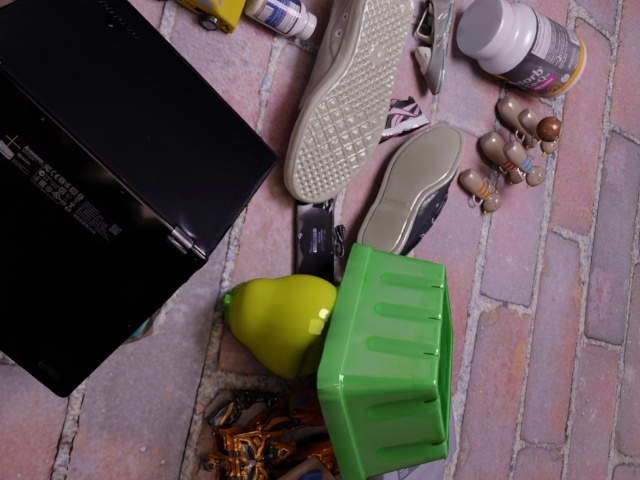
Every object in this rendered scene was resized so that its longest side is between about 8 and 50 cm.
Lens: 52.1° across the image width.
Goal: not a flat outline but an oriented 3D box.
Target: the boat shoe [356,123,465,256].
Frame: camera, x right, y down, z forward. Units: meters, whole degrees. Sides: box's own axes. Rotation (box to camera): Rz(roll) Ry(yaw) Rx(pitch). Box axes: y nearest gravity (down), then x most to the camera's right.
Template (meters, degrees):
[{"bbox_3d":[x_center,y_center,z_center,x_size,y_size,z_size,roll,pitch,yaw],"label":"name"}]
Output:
[{"bbox_3d":[0.185,-0.080,1.303,0.340,0.127,0.113,-62,159,-21],"label":"boat shoe"}]

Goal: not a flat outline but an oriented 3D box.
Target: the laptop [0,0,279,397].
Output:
[{"bbox_3d":[-0.322,-0.091,0.870,0.408,0.236,0.382,-44,104,4],"label":"laptop"}]

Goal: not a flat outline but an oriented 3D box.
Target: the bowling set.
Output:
[{"bbox_3d":[0.459,-0.187,1.443,0.154,0.200,0.287,41,71,-28],"label":"bowling set"}]

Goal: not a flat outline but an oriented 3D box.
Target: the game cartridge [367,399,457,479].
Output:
[{"bbox_3d":[0.176,0.389,1.265,0.294,0.060,0.195,-11,92,-53],"label":"game cartridge"}]

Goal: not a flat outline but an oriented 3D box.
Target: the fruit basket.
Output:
[{"bbox_3d":[0.028,0.180,1.098,0.392,0.392,0.282,-35,128,-30],"label":"fruit basket"}]

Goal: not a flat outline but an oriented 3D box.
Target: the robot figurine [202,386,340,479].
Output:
[{"bbox_3d":[-0.061,0.351,1.132,0.291,0.085,0.210,-7,91,-35],"label":"robot figurine"}]

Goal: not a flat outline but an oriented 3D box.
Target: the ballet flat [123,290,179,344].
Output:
[{"bbox_3d":[-0.239,-0.043,1.002,0.147,0.147,0.408,9,84,-34],"label":"ballet flat"}]

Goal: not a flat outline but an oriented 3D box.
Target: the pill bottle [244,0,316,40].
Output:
[{"bbox_3d":[-0.069,-0.403,1.159,0.120,0.067,0.067,20,78,-33],"label":"pill bottle"}]

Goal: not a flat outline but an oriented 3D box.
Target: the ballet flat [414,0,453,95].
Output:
[{"bbox_3d":[0.230,-0.409,1.375,0.068,0.072,0.213,10,81,-6],"label":"ballet flat"}]

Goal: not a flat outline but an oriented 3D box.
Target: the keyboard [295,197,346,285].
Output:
[{"bbox_3d":[0.000,0.000,1.223,0.108,0.023,0.180,1,89,-28],"label":"keyboard"}]

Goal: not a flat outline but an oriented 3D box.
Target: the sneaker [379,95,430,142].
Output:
[{"bbox_3d":[0.134,-0.241,1.303,0.178,0.072,0.077,-23,90,-41],"label":"sneaker"}]

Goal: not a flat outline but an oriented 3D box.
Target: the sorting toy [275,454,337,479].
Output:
[{"bbox_3d":[-0.042,0.437,1.082,0.275,0.046,0.132,-32,137,-6],"label":"sorting toy"}]

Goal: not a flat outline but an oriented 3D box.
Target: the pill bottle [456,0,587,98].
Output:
[{"bbox_3d":[0.447,-0.430,1.457,0.279,0.162,0.162,12,82,-33],"label":"pill bottle"}]

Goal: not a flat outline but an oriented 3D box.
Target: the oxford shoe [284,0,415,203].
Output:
[{"bbox_3d":[0.041,-0.281,1.202,0.169,0.130,0.448,21,88,-37],"label":"oxford shoe"}]

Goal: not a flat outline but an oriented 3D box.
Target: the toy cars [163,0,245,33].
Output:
[{"bbox_3d":[-0.234,-0.516,1.036,0.177,0.087,0.393,-33,107,-31],"label":"toy cars"}]
